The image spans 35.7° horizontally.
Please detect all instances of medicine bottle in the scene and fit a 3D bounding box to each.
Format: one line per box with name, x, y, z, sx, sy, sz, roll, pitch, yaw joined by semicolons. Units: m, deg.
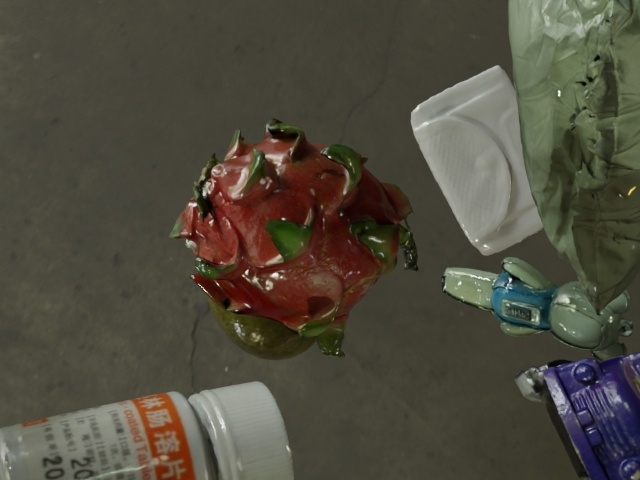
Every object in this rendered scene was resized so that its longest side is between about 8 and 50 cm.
medicine bottle;-0.159;0.214;0.898;0.252;0.144;0.144;-6;111;-22

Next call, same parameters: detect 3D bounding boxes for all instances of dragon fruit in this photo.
dragon fruit;-0.001;0.004;0.683;0.135;0.236;0.137;35;92;33

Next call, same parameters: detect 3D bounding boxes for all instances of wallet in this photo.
wallet;0.182;-0.083;1.059;0.124;0.032;0.183;-28;95;-6

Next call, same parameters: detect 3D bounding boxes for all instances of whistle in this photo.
whistle;0.256;0.073;1.180;0.235;0.077;0.114;15;128;31

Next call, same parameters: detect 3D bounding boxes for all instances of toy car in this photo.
toy car;0.315;0.187;1.010;0.158;0.235;0.172;-30;66;16

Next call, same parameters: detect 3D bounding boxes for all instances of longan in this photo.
longan;-0.071;0.075;1.234;0.176;0.145;0.155;-18;87;42

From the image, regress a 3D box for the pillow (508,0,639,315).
pillow;0.215;-0.135;0.741;0.138;0.283;0.310;2;144;17
